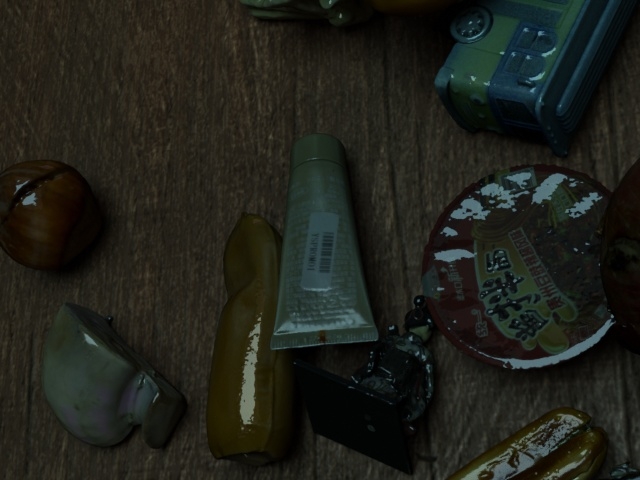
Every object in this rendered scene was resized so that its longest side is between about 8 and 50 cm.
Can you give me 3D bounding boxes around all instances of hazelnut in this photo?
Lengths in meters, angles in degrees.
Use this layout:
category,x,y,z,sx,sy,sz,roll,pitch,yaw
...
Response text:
category,x,y,z,sx,sy,sz,roll,pitch,yaw
hazelnut,-0.437,-0.050,1.636,0.182,0.182,0.182,-10,65,22

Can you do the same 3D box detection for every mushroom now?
category,x,y,z,sx,sy,sz,roll,pitch,yaw
mushroom,-0.332,0.208,1.467,0.236,0.173,0.162,36,89,32

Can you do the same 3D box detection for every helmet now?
category,x,y,z,sx,sy,sz,roll,pitch,yaw
helmet,0.220,-0.327,1.501,0.111,0.057,0.089,-51,15,-7

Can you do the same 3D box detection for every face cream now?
category,x,y,z,sx,sy,sz,roll,pitch,yaw
face cream,0.000,0.000,1.404,0.137,0.084,0.341,-5,50,3

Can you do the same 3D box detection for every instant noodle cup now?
category,x,y,z,sx,sy,sz,roll,pitch,yaw
instant noodle cup,0.267,0.042,1.299,0.274,0.091,0.274,-10,65,21

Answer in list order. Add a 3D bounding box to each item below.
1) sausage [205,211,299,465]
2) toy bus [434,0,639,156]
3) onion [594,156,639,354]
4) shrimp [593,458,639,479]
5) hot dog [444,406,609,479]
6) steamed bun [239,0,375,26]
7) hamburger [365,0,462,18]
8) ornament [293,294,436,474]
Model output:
category,x,y,z,sx,sy,sz,roll,pitch,yaw
sausage,-0.087,0.125,1.416,0.134,0.116,0.354,138,139,-59
toy bus,0.302,-0.290,1.392,0.190,0.152,0.312,22,78,31
onion,0.465,0.011,1.079,0.353,0.353,0.354,-10,65,22
shrimp,0.390,0.233,1.161,0.219,0.046,0.152,-12,50,7
hot dog,0.230,0.291,1.223,0.249,0.068,0.100,-34,48,6
steamed bun,0.022,-0.428,1.574,0.428,0.189,0.247,-2,75,24
hamburger,0.134,-0.395,1.351,0.246,0.170,0.246,-29,34,22
ornament,0.097,0.165,1.341,0.166,0.153,0.196,20,54,30
